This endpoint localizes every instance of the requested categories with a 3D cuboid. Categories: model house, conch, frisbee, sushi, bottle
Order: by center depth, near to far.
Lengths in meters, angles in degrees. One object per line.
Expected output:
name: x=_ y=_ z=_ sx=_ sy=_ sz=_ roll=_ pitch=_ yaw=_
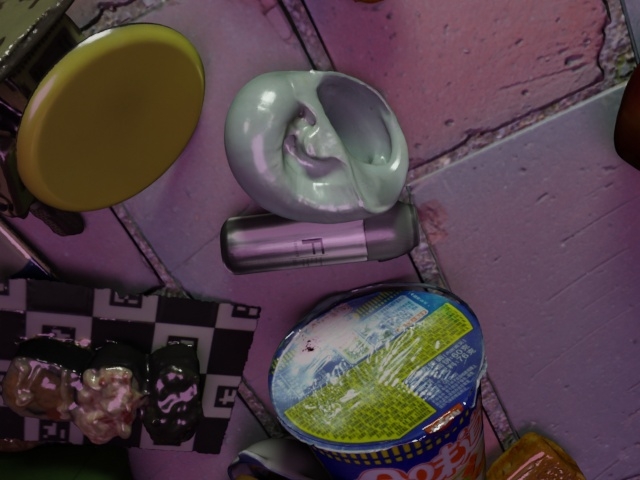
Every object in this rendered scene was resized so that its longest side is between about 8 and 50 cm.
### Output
frisbee: x=-0.214 y=-0.124 z=0.614 sx=0.017 sy=0.236 sz=0.236 roll=40 pitch=111 yaw=18
model house: x=-0.309 y=-0.111 z=0.646 sx=0.218 sy=0.205 sz=0.279 roll=-3 pitch=141 yaw=26
conch: x=-0.004 y=-0.111 z=0.667 sx=0.221 sy=0.121 sz=0.185 roll=28 pitch=102 yaw=-16
bottle: x=0.000 y=0.000 z=0.740 sx=0.253 sy=0.079 sz=0.096 roll=-8 pitch=134 yaw=3
sushi: x=-0.293 y=0.217 z=0.789 sx=0.373 sy=0.100 sz=0.296 roll=10 pitch=114 yaw=-16

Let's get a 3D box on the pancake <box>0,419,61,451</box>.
pancake: x=-0.498 y=0.218 z=0.855 sx=0.236 sy=0.042 sz=0.222 roll=29 pitch=107 yaw=-11

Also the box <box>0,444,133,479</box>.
box: x=-0.451 y=0.453 z=0.890 sx=0.328 sy=0.178 sz=0.253 roll=-4 pitch=115 yaw=0

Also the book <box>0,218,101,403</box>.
book: x=-0.496 y=0.064 z=0.778 sx=0.228 sy=0.018 sz=0.322 roll=-38 pitch=104 yaw=9

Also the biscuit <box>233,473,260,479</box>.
biscuit: x=-0.016 y=0.439 z=0.813 sx=0.432 sy=0.064 sz=0.283 roll=-18 pitch=123 yaw=46

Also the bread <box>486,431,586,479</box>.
bread: x=0.290 y=0.426 z=0.927 sx=0.139 sy=0.077 sz=0.271 roll=39 pitch=107 yaw=-12

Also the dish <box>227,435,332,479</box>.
dish: x=-0.024 y=0.369 z=0.875 sx=0.228 sy=0.086 sz=0.236 roll=14 pitch=139 yaw=20

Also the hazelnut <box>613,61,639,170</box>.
hazelnut: x=0.434 y=-0.140 z=0.634 sx=0.208 sy=0.208 sz=0.208 roll=0 pitch=114 yaw=0

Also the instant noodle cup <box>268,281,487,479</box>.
instant noodle cup: x=0.109 y=0.260 z=0.765 sx=0.284 sy=0.284 sz=0.312 roll=-16 pitch=121 yaw=7

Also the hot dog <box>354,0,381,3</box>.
hot dog: x=-0.013 y=-0.352 z=0.591 sx=0.250 sy=0.076 sz=0.104 roll=31 pitch=130 yaw=-9
